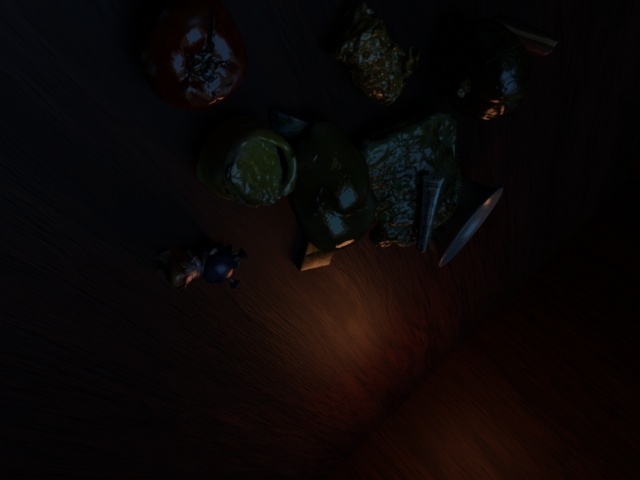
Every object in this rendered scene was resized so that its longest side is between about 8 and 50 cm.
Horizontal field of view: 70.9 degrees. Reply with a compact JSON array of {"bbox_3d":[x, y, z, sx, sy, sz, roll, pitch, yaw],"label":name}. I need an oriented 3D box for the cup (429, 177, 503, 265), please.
[{"bbox_3d":[0.477,-0.090,1.613,0.347,0.163,0.347,-41,158,-21],"label":"cup"}]

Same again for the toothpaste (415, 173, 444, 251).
[{"bbox_3d":[0.307,-0.076,1.293,0.039,0.062,0.239,-70,164,-58],"label":"toothpaste"}]

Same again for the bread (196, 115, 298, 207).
[{"bbox_3d":[-0.154,-0.158,0.949,0.197,0.170,0.197,-16,123,-27],"label":"bread"}]

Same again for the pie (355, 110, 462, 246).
[{"bbox_3d":[0.268,-0.191,1.336,0.395,0.180,0.418,-37,137,-11],"label":"pie"}]

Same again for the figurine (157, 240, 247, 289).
[{"bbox_3d":[-0.280,0.068,1.086,0.194,0.102,0.112,-15,136,-37],"label":"figurine"}]

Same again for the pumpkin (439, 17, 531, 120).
[{"bbox_3d":[0.421,-0.436,1.191,0.189,0.260,0.260,-37,143,-11],"label":"pumpkin"}]

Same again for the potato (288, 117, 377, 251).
[{"bbox_3d":[0.020,-0.136,1.129,0.218,0.202,0.351,-24,126,-9],"label":"potato"}]

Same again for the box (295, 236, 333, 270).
[{"bbox_3d":[0.000,0.000,1.365,0.121,0.030,0.193,-11,130,-38],"label":"box"}]

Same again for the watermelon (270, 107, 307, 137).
[{"bbox_3d":[-0.078,-0.278,1.024,0.085,0.085,0.061,75,24,-49],"label":"watermelon"}]

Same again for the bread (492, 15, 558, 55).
[{"bbox_3d":[0.583,-0.600,1.320,0.119,0.192,0.067,-56,169,-72],"label":"bread"}]

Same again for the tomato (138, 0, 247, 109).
[{"bbox_3d":[-0.218,-0.316,0.750,0.187,0.151,0.187,-27,144,-21],"label":"tomato"}]

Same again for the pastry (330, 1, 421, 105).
[{"bbox_3d":[0.131,-0.421,1.041,0.154,0.102,0.250,-51,142,11],"label":"pastry"}]
